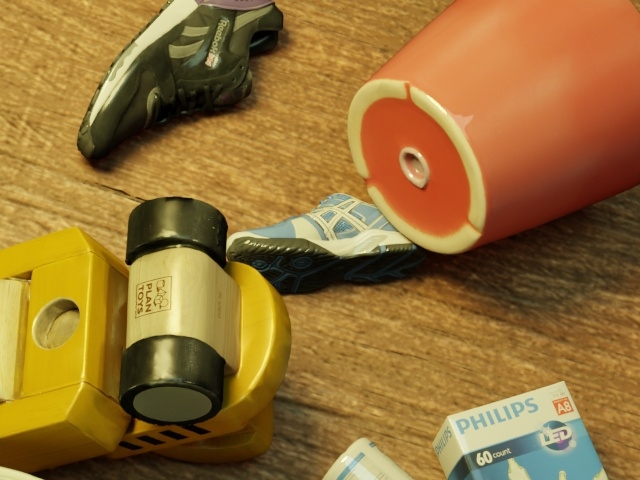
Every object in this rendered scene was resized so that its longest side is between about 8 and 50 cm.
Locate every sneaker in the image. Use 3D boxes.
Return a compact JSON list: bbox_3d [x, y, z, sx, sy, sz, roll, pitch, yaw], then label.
[{"bbox_3d":[-0.138,-0.175,2.076,0.124,0.107,0.283,36,61,2],"label":"sneaker"},{"bbox_3d":[0.000,0.000,2.030,0.211,0.080,0.081,-1,56,-23],"label":"sneaker"}]

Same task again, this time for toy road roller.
[{"bbox_3d":[-0.181,0.122,1.881,0.329,0.240,0.202,-15,56,22],"label":"toy road roller"}]

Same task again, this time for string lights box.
[{"bbox_3d":[0.221,0.281,1.919,0.133,0.077,0.259,-16,67,-17],"label":"string lights box"}]

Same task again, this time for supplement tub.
[{"bbox_3d":[0.058,0.248,1.908,0.107,0.071,0.071,41,63,11],"label":"supplement tub"}]

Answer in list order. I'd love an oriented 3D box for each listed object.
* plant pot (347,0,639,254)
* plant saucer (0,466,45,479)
[{"bbox_3d":[0.178,-0.124,2.004,0.243,0.275,0.275,-32,73,-30],"label":"plant pot"},{"bbox_3d":[-0.319,0.359,1.631,0.400,0.100,0.400,1,63,-3],"label":"plant saucer"}]
